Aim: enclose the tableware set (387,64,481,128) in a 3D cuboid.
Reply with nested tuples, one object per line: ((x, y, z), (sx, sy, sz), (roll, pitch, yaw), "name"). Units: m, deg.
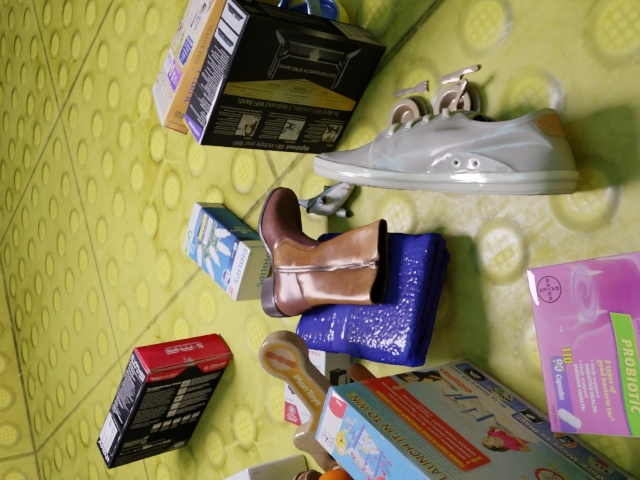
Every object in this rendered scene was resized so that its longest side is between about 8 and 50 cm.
((0.180, -0.210, 1.121), (0.194, 0.039, 0.128), (-5, 87, 50), "tableware set")

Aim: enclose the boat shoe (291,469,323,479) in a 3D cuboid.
((0.058, 0.555, 1.242), (0.104, 0.111, 0.307), (-48, 66, 34), "boat shoe")

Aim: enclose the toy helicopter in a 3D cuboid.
((0.034, 0.287, 1.143), (0.235, 0.140, 0.355), (-30, 107, 26), "toy helicopter")

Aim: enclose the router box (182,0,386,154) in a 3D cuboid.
((-0.062, -0.280, 1.197), (0.081, 0.309, 0.242), (52, 127, 35), "router box")

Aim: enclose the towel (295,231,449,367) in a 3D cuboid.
((0.088, 0.097, 1.182), (0.308, 0.076, 0.227), (0, 74, 52), "towel")

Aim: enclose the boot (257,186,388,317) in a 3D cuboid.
((0.000, 0.000, 1.197), (0.280, 0.096, 0.264), (-17, 59, 46), "boot")

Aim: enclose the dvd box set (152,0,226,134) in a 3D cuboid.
((-0.250, -0.467, 1.450), (0.420, 0.062, 0.307), (-62, 27, 16), "dvd box set")

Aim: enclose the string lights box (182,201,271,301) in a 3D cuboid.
((-0.218, 0.021, 1.568), (0.260, 0.077, 0.133), (36, 116, 43), "string lights box")

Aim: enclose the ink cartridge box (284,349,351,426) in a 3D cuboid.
((-0.007, 0.280, 1.327), (0.127, 0.072, 0.175), (4, 94, 50), "ink cartridge box")

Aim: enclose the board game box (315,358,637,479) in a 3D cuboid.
((0.205, 0.293, 0.899), (0.308, 0.302, 0.086), (35, 117, 44), "board game box")

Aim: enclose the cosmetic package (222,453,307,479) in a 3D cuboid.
((-0.168, 0.617, 1.462), (0.365, 0.155, 0.196), (-39, 62, 44), "cosmetic package")

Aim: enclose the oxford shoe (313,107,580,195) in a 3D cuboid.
((0.176, -0.136, 1.034), (0.449, 0.169, 0.130), (5, 98, 43), "oxford shoe")

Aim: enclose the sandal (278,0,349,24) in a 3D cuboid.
((-0.093, -0.360, 1.253), (0.317, 0.138, 0.126), (-44, 75, 3), "sandal")

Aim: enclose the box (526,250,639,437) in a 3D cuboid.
((0.398, 0.121, 0.809), (0.243, 0.117, 0.213), (-14, 80, 49), "box")

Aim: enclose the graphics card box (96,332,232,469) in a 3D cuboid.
((-0.392, 0.398, 1.664), (0.094, 0.233, 0.370), (49, 127, 33), "graphics card box")

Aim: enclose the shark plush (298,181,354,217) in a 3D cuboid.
((0.012, -0.080, 1.334), (0.161, 0.073, 0.067), (-19, 51, 63), "shark plush")
